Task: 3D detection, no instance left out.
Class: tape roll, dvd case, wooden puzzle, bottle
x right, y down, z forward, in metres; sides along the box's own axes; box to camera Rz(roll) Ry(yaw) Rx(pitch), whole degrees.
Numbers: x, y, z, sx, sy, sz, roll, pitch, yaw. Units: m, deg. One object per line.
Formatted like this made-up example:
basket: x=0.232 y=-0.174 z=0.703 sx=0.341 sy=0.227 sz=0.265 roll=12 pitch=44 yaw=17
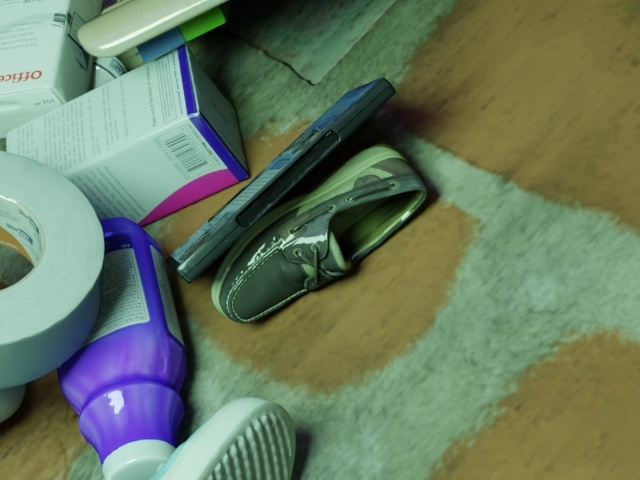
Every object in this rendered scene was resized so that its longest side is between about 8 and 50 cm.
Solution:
tape roll: x=-0.301 y=0.023 z=1.216 sx=0.219 sy=0.072 sz=0.219 roll=6 pitch=50 yaw=-8
dvd case: x=-0.042 y=-0.056 z=1.292 sx=0.253 sy=0.022 sz=0.180 roll=-43 pitch=8 yaw=-6
wooden puzzle: x=-0.084 y=-0.285 z=1.465 sx=0.322 sy=0.080 sz=0.348 roll=-26 pitch=18 yaw=5
bottle: x=-0.183 y=0.108 z=1.272 sx=0.118 sy=0.092 sz=0.282 roll=-29 pitch=47 yaw=9

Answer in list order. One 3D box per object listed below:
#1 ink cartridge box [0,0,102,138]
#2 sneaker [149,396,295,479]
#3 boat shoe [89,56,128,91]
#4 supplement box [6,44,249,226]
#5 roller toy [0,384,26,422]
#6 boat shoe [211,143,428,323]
ink cartridge box: x=-0.322 y=-0.211 z=1.498 sx=0.140 sy=0.082 sz=0.190 roll=-6 pitch=61 yaw=15
sneaker: x=-0.168 y=0.265 z=1.115 sx=0.150 sy=0.135 sz=0.366 roll=23 pitch=69 yaw=36
boat shoe: x=-0.343 y=-0.181 z=1.583 sx=0.258 sy=0.095 sz=0.084 roll=5 pitch=55 yaw=34
supplement box: x=-0.201 y=-0.087 z=1.418 sx=0.220 sy=0.111 sz=0.114 roll=-25 pitch=47 yaw=11
roller toy: x=-0.390 y=0.112 z=1.316 sx=0.146 sy=0.209 sz=0.191 roll=-30 pitch=79 yaw=7
boat shoe: x=0.001 y=0.000 z=1.257 sx=0.223 sy=0.080 sz=0.073 roll=-39 pitch=41 yaw=-8
